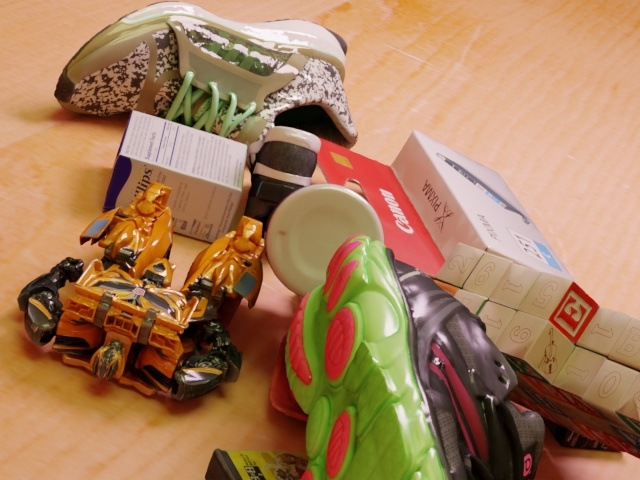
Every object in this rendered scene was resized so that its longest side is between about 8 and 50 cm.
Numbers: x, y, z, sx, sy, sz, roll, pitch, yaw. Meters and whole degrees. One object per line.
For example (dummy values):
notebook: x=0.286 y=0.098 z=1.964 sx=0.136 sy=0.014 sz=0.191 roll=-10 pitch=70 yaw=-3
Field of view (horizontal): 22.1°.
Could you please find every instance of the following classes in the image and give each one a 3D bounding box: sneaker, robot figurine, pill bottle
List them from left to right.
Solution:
robot figurine: x=-0.153 y=0.044 z=1.515 sx=0.211 sy=0.085 sz=0.291 roll=20 pitch=24 yaw=3
sneaker: x=-0.113 y=-0.170 z=1.953 sx=0.410 sy=0.158 sz=0.182 roll=-4 pitch=51 yaw=-33
sneaker: x=-0.055 y=-0.046 z=1.797 sx=0.079 sy=0.121 sz=0.217 roll=15 pitch=-10 yaw=-2
pill bottle: x=0.000 y=0.000 z=1.557 sx=0.108 sy=0.108 sz=0.193 roll=18 pitch=1 yaw=-3
sneaker: x=0.089 y=0.165 z=1.242 sx=0.202 sy=0.185 sz=0.483 roll=22 pitch=31 yaw=-15

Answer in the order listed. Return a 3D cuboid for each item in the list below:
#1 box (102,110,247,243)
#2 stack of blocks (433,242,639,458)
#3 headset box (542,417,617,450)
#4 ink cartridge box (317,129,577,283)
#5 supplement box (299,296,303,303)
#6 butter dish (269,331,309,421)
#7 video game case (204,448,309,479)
box: x=-0.155 y=-0.068 z=1.766 sx=0.137 sy=0.072 sz=0.126 roll=17 pitch=25 yaw=-7
stack of blocks: x=0.238 y=0.111 z=1.474 sx=0.171 sy=0.087 sz=0.297 roll=41 pitch=-11 yaw=-33
headset box: x=0.264 y=0.176 z=1.616 sx=0.083 sy=0.032 sz=0.062 roll=8 pitch=27 yaw=-26
ink cartridge box: x=0.134 y=-0.037 z=1.864 sx=0.261 sy=0.066 sz=0.296 roll=24 pitch=20 yaw=-26
supplement box: x=0.016 y=0.067 z=1.652 sx=0.062 sy=0.036 sz=0.098 roll=14 pitch=25 yaw=-14
butter dish: x=0.046 y=0.104 z=1.499 sx=0.160 sy=0.118 sz=0.160 roll=18 pitch=23 yaw=-2
video game case: x=0.068 y=0.261 z=1.292 sx=0.248 sy=0.035 sz=0.275 roll=5 pitch=29 yaw=-30
